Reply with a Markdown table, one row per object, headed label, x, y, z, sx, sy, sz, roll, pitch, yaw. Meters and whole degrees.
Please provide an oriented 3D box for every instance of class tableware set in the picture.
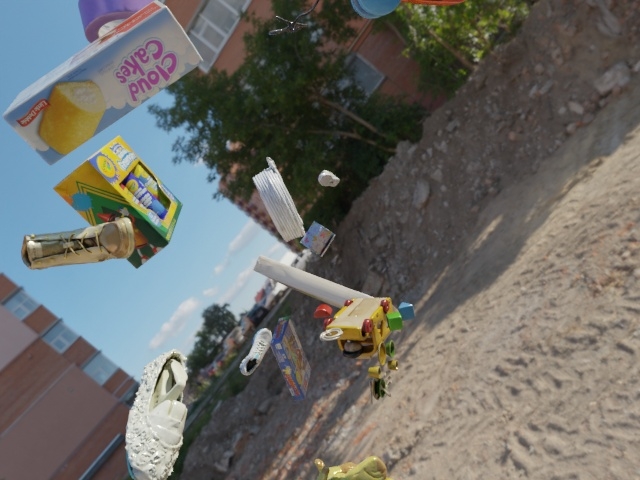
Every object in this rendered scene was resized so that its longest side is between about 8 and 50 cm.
| label | x | y | z | sx | sy | sz | roll | pitch | yaw |
| --- | --- | --- | --- | --- | --- | --- | --- | --- | --- |
| tableware set | 0.128 | 0.255 | 0.969 | 0.024 | 0.104 | 0.154 | -5 | -3 | 23 |

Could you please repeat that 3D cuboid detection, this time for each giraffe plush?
| label | x | y | z | sx | sy | sz | roll | pitch | yaw |
| --- | --- | --- | --- | --- | --- | --- | --- | --- | --- |
| giraffe plush | 0.058 | 0.575 | 1.119 | 0.170 | 0.210 | 0.181 | 130 | 141 | -76 |

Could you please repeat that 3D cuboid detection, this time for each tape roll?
| label | x | y | z | sx | sy | sz | roll | pitch | yaw |
| --- | --- | --- | --- | --- | --- | --- | --- | --- | --- |
| tape roll | -0.519 | -0.575 | 1.270 | 0.189 | 0.080 | 0.189 | -16 | -4 | -1 |

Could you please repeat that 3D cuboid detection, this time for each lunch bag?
| label | x | y | z | sx | sy | sz | roll | pitch | yaw |
| --- | --- | --- | --- | --- | --- | --- | --- | --- | --- |
| lunch bag | 0.000 | 0.000 | 1.273 | 0.071 | 0.053 | 0.083 | -55 | -38 | -1 |

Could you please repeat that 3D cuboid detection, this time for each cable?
| label | x | y | z | sx | sy | sz | roll | pitch | yaw |
| --- | --- | --- | --- | --- | --- | --- | --- | --- | --- |
| cable | -0.137 | -0.120 | 1.647 | 0.089 | 0.257 | 0.257 | -25 | -37 | -1 |

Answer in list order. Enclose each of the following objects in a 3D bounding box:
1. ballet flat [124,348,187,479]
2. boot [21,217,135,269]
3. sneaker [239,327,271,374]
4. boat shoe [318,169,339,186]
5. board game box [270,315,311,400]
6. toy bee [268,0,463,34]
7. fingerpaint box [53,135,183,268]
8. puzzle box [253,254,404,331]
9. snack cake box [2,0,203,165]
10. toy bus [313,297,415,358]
| label | x | y | z | sx | sy | sz | roll | pitch | yaw |
| --- | --- | --- | --- | --- | --- | --- | --- | --- | --- |
| ballet flat | -0.405 | 0.423 | 1.257 | 0.147 | 0.147 | 0.409 | -51 | 27 | 13 |
| boot | -0.573 | 0.009 | 1.152 | 0.203 | 0.095 | 0.262 | -7 | -3 | -45 |
| sneaker | -0.233 | 0.420 | 1.828 | 0.191 | 0.071 | 0.083 | -65 | 10 | -11 |
| boat shoe | 0.015 | -0.164 | 1.264 | 0.035 | 0.035 | 0.100 | -50 | -20 | 20 |
| board game box | -0.082 | 0.339 | 1.415 | 0.035 | 0.201 | 0.136 | -15 | 20 | 13 |
| toy bee | 0.071 | -0.411 | 0.716 | 0.298 | 0.162 | 0.195 | -17 | 24 | -19 |
| fingerpaint box | -0.703 | -0.159 | 1.785 | 0.163 | 0.371 | 0.445 | -37 | 22 | 6 |
| puzzle box | 0.033 | 0.156 | 1.423 | 0.052 | 0.408 | 0.272 | -68 | -22 | -8 |
| snack cake box | -0.317 | -0.240 | 0.725 | 0.264 | 0.089 | 0.152 | -35 | 34 | -2 |
| toy bus | 0.083 | 0.192 | 1.014 | 0.202 | 0.104 | 0.191 | -15 | 12 | -14 |
